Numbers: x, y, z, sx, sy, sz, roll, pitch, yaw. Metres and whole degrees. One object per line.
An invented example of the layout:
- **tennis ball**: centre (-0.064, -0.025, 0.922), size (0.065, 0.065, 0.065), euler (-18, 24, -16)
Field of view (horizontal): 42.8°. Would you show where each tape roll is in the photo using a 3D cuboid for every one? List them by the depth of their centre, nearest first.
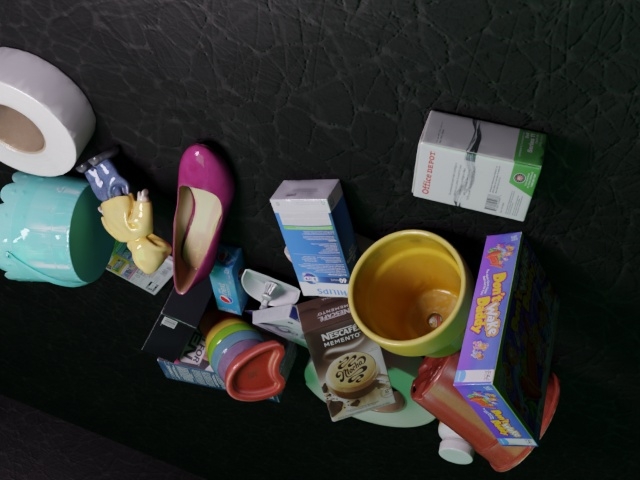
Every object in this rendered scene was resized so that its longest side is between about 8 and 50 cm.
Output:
- **tape roll**: centre (-0.624, -0.266, 1.713), size (0.286, 0.100, 0.286), euler (14, 146, 10)
- **tape roll**: centre (0.145, 0.394, 2.251), size (0.392, 0.072, 0.392), euler (13, 146, 9)

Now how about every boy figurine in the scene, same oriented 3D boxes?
- **boy figurine**: centre (-0.420, -0.063, 1.795), size (0.177, 0.092, 0.285), euler (-22, 102, 44)

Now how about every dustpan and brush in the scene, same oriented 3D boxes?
- **dustpan and brush**: centre (-0.133, 0.142, 2.052), size (0.147, 0.060, 0.211), euler (21, 166, 0)

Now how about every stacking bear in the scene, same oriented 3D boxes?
- **stacking bear**: centre (-0.226, 0.269, 2.133), size (0.289, 0.164, 0.175), euler (47, 145, 48)

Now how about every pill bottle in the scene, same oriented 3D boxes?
- **pill bottle**: centre (0.369, 0.461, 2.101), size (0.117, 0.208, 0.118), euler (14, 146, 10)

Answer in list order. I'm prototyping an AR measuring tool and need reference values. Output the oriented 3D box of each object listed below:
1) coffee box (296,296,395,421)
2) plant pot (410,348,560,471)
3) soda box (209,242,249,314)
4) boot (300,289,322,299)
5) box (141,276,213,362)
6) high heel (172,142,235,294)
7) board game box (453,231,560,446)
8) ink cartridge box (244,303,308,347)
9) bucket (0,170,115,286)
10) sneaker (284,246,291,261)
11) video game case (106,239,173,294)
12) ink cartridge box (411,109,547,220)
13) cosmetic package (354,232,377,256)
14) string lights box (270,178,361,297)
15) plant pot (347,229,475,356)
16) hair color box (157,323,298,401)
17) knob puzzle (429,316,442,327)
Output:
- **coffee box**: centre (0.063, 0.274, 1.965), size (0.168, 0.119, 0.297), euler (-18, 122, 0)
- **plant pot**: centre (0.374, 0.359, 1.933), size (0.265, 0.272, 0.272), euler (32, 145, -3)
- **soda box**: centre (-0.227, 0.098, 2.034), size (0.067, 0.071, 0.210), euler (13, 146, 11)
- **boot**: centre (-0.003, 0.141, 2.001), size (0.099, 0.045, 0.121), euler (24, 141, -6)
- **box**: centre (-0.363, 0.182, 2.123), size (0.103, 0.184, 0.261), euler (24, 146, -10)
- **high heel**: centre (-0.267, -0.038, 1.767), size (0.127, 0.181, 0.377), euler (15, 146, 9)
- **board game box**: centre (0.375, 0.192, 1.601), size (0.078, 0.347, 0.233), euler (-8, 137, 35)
- **ink cartridge box**: centre (-0.057, 0.230, 2.094), size (0.223, 0.045, 0.224), euler (28, 156, -30)
- **bucket**: centre (-0.607, -0.027, 1.897), size (0.183, 0.281, 0.281), euler (7, 144, 11)
- **sneaker**: centre (-0.012, 0.043, 1.866), size (0.134, 0.051, 0.070), euler (7, 148, 22)
- **video game case**: centre (-0.487, 0.056, 2.158), size (0.193, 0.023, 0.212), euler (30, 146, -14)
- **ink cartridge box**: centre (0.275, -0.131, 1.436), size (0.208, 0.087, 0.153), euler (14, 146, 9)
- **cosmetic package**: centre (0.081, 0.037, 1.813), size (0.060, 0.041, 0.115), euler (22, 146, -2)
- **string lights box**: centre (0.000, 0.000, 1.721), size (0.133, 0.077, 0.260), euler (2, 128, 26)
- **plant pot**: centre (0.216, 0.138, 1.723), size (0.254, 0.254, 0.239), euler (1, 156, 27)
- **hair color box**: centre (-0.255, 0.318, 2.264), size (0.347, 0.174, 0.105), euler (9, 143, 16)
- **knob puzzle**: centre (0.210, 0.186, 1.964), size (0.213, 0.030, 0.213), euler (14, 146, 10)
